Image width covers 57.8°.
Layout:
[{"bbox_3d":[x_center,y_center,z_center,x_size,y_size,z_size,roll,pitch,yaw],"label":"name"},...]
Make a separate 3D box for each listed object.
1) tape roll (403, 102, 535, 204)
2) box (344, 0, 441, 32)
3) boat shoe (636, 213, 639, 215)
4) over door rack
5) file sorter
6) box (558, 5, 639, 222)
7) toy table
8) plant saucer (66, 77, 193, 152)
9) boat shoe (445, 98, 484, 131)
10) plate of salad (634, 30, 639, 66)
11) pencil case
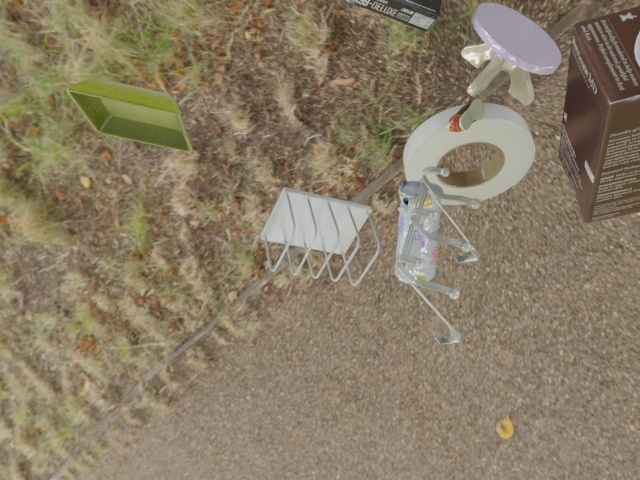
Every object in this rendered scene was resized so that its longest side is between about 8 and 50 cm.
[{"bbox_3d":[0.450,-0.252,1.771,0.392,0.072,0.392,-2,144,-1],"label":"tape roll"},{"bbox_3d":[0.188,-0.738,1.594,0.308,0.076,0.242,15,71,-15],"label":"box"},{"bbox_3d":[1.010,-0.199,1.717,0.089,0.104,0.285,21,79,27],"label":"boat shoe"},{"bbox_3d":[0.270,0.037,1.198,0.108,0.239,0.324,1,145,32],"label":"over door rack"},{"bbox_3d":[0.000,0.000,1.644,0.278,0.173,0.192,11,130,-24],"label":"file sorter"},{"bbox_3d":[0.547,-0.211,1.074,0.143,0.381,0.191,-12,58,10],"label":"box"},{"bbox_3d":[0.520,-0.516,1.625,0.274,0.252,0.161,56,154,22],"label":"toy table"},{"bbox_3d":[-0.324,-0.226,1.029,0.188,0.188,0.045,12,78,-3],"label":"plant saucer"},{"bbox_3d":[0.327,-0.279,1.299,0.043,0.137,0.049,-6,117,44],"label":"boat shoe"},{"bbox_3d":[0.534,-0.278,0.777,0.200,0.199,0.048,-30,132,20],"label":"plate of salad"},{"bbox_3d":[0.253,-0.020,1.514,0.114,0.124,0.273,13,124,24],"label":"pencil case"}]
